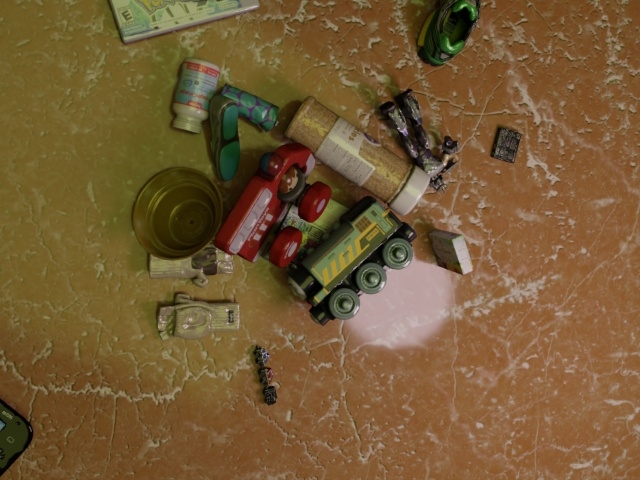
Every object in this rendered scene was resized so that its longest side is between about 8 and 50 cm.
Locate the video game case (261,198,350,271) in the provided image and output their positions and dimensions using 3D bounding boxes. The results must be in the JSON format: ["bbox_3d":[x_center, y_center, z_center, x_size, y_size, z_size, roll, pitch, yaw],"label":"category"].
[{"bbox_3d":[0.000,0.000,1.752,0.232,0.042,0.210,27,88,-19],"label":"video game case"}]

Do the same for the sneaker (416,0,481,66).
[{"bbox_3d":[0.362,-0.603,1.741,0.134,0.146,0.344,17,90,-18],"label":"sneaker"}]

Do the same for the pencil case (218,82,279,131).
[{"bbox_3d":[-0.171,-0.310,1.650,0.151,0.064,0.070,22,93,-18],"label":"pencil case"}]

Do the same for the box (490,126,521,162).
[{"bbox_3d":[0.502,-0.257,1.892,0.067,0.018,0.083,13,93,-18],"label":"box"}]

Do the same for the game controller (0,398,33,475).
[{"bbox_3d":[-0.795,0.387,1.535,0.166,0.067,0.319,-46,108,-7],"label":"game controller"}]

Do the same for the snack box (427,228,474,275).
[{"bbox_3d":[0.335,0.028,1.808,0.037,0.141,0.100,-22,102,-13],"label":"snack box"}]

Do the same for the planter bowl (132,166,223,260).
[{"bbox_3d":[-0.310,-0.051,1.604,0.217,0.090,0.217,-3,77,13],"label":"planter bowl"}]

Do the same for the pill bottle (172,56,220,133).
[{"bbox_3d":[-0.288,-0.328,1.599,0.087,0.087,0.160,13,93,-18],"label":"pill bottle"}]

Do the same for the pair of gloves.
[{"bbox_3d":[-0.300,0.116,1.673,0.204,0.042,0.240,-10,101,-20],"label":"pair of gloves"}]

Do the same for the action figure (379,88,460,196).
[{"bbox_3d":[0.250,-0.234,1.777,0.185,0.099,0.285,-37,109,-16],"label":"action figure"}]

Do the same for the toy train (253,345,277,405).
[{"bbox_3d":[-0.136,0.337,1.757,0.036,0.027,0.158,-15,101,-19],"label":"toy train"}]

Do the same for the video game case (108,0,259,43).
[{"bbox_3d":[-0.333,-0.633,1.576,0.329,0.036,0.300,-20,102,-14],"label":"video game case"}]

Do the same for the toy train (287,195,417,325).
[{"bbox_3d":[0.075,0.048,1.696,0.334,0.142,0.190,-43,95,-6],"label":"toy train"}]

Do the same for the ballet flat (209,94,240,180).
[{"bbox_3d":[-0.226,-0.240,1.631,0.072,0.068,0.213,-29,140,-37],"label":"ballet flat"}]

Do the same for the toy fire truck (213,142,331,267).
[{"bbox_3d":[-0.112,-0.087,1.573,0.169,0.254,0.302,31,86,14],"label":"toy fire truck"}]

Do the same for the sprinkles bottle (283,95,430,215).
[{"bbox_3d":[0.087,-0.201,1.678,0.355,0.121,0.121,33,86,-5],"label":"sprinkles bottle"}]
